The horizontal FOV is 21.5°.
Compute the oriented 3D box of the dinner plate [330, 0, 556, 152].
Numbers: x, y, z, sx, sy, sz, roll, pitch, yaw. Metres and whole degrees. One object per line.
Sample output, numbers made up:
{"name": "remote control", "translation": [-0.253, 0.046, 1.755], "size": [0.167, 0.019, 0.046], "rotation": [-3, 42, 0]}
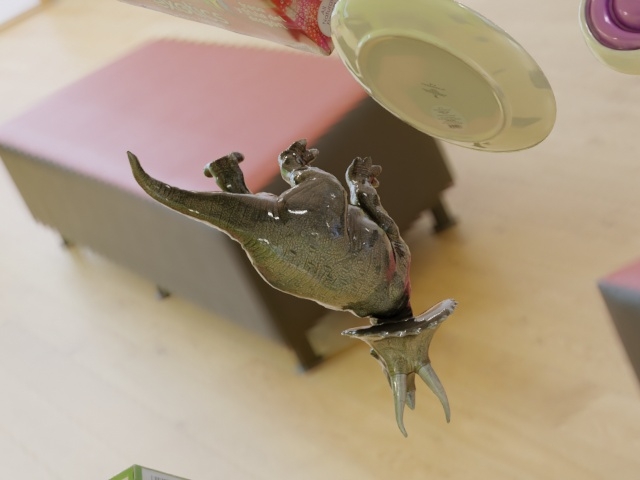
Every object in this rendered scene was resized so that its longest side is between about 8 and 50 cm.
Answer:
{"name": "dinner plate", "translation": [0.065, -0.090, 0.948], "size": [0.141, 0.141, 0.017], "rotation": [-1, 52, 51]}

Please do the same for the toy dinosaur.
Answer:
{"name": "toy dinosaur", "translation": [0.000, 0.000, 1.252], "size": [0.121, 0.313, 0.160], "rotation": [-43, 39, 10]}

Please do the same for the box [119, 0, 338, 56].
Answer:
{"name": "box", "translation": [-0.081, -0.230, 1.160], "size": [0.257, 0.122, 0.128], "rotation": [21, 78, 44]}

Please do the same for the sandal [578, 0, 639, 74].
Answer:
{"name": "sandal", "translation": [0.406, -0.262, 1.408], "size": [0.416, 0.102, 0.169], "rotation": [-28, 56, 15]}

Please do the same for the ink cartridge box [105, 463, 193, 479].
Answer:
{"name": "ink cartridge box", "translation": [-0.185, 0.274, 1.507], "size": [0.209, 0.109, 0.062], "rotation": [-34, 47, 37]}
